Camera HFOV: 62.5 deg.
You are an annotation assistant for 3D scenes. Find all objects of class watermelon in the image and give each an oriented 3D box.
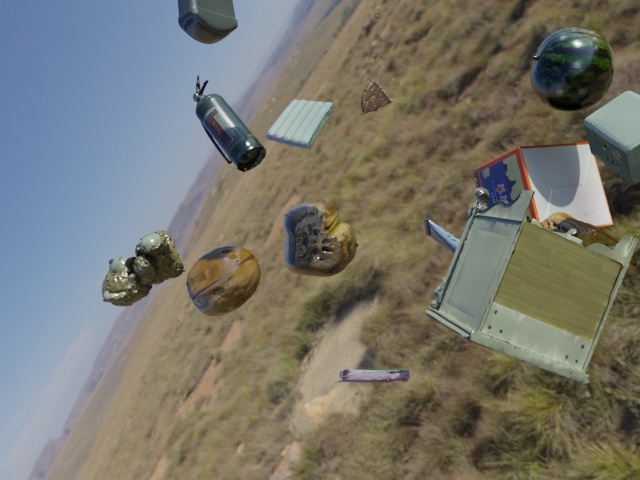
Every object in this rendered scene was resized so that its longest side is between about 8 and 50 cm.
[{"bbox_3d":[0.795,-0.541,1.670,0.268,0.269,0.269,-56,14,21],"label":"watermelon"}]

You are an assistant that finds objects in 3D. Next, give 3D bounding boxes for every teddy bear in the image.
[{"bbox_3d":[-0.537,0.090,1.566,0.256,0.156,0.267,-33,10,-7],"label":"teddy bear"}]

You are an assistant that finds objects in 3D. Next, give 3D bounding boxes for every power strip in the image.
[{"bbox_3d":[0.782,-0.239,1.292,0.139,0.140,0.224,-34,44,8],"label":"power strip"}]

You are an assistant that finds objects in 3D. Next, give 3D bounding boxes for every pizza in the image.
[{"bbox_3d":[0.160,-0.435,1.642,0.099,0.100,0.029,-46,12,19],"label":"pizza"}]

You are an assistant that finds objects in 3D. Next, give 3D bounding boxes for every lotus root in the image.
[{"bbox_3d":[0.000,0.000,1.951,0.316,0.316,0.250,-59,4,10],"label":"lotus root"}]

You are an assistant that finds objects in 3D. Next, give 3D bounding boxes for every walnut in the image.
[{"bbox_3d":[-0.255,0.104,1.381,0.207,0.167,0.167,-35,18,8],"label":"walnut"}]

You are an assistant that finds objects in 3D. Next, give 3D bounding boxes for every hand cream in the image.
[{"bbox_3d":[0.429,0.018,1.694,0.055,0.088,0.256,-41,51,-14],"label":"hand cream"}]

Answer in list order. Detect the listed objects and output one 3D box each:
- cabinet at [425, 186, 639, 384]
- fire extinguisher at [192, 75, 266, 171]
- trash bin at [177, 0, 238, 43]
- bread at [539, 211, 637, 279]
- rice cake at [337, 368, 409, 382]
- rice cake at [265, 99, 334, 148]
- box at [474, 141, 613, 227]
[{"bbox_3d":[0.440,0.082,1.129,0.227,0.290,0.317,-154,85,-78],"label":"cabinet"},{"bbox_3d":[-0.266,-0.315,1.412,0.093,0.294,0.118,-19,-28,-46],"label":"fire extinguisher"},{"bbox_3d":[-0.356,-0.737,1.641,0.101,0.177,0.236,-14,83,47],"label":"trash bin"},{"bbox_3d":[0.773,0.006,1.522,0.099,0.235,0.210,-62,16,15],"label":"bread"},{"bbox_3d":[0.210,0.526,2.050,0.081,0.291,0.051,112,158,-53],"label":"rice cake"},{"bbox_3d":[-0.064,-0.373,1.671,0.198,0.190,0.037,-54,-36,-27],"label":"rice cake"},{"bbox_3d":[0.791,-0.159,1.899,0.257,0.349,0.318,155,105,-66],"label":"box"}]
